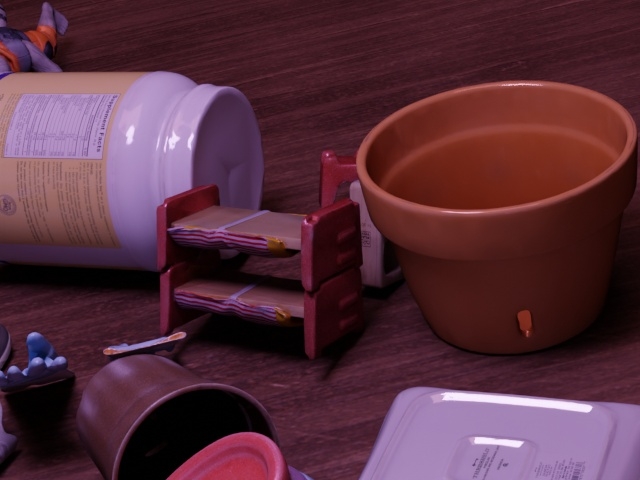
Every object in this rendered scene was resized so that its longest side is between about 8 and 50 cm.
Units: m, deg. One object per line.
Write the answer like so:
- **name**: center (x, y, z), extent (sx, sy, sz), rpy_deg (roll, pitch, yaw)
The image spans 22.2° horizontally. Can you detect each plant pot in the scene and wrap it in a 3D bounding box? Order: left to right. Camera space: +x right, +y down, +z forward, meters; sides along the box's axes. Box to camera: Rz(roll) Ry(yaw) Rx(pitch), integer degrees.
- **plant pot**: center (-0.148, 0.188, 1.547), extent (0.167, 0.167, 0.165), rpy_deg (-24, 25, -21)
- **plant pot**: center (0.195, -0.017, 1.727), extent (0.291, 0.203, 0.291), rpy_deg (-8, 31, 5)

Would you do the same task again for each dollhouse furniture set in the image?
- **dollhouse furniture set**: center (0.000, 0.000, 1.865), extent (0.201, 0.152, 0.374), rpy_deg (7, 17, 30)

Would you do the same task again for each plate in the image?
- **plate**: center (0.158, 0.218, 1.494), extent (0.278, 0.045, 0.277), rpy_deg (3, 32, 22)

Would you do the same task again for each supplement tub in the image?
- **supplement tub**: center (-0.259, -0.084, 1.962), extent (0.331, 0.241, 0.241), rpy_deg (2, 32, 22)

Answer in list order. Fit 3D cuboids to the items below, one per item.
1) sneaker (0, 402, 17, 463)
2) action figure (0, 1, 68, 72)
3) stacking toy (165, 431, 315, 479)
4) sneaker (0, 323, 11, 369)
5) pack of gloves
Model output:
- **sneaker**: center (-0.416, 0.179, 1.701), extent (0.228, 0.086, 0.132), rpy_deg (30, 32, 14)
- **action figure**: center (-0.524, -0.262, 2.433), extent (0.341, 0.178, 0.330), rpy_deg (-11, 20, -5)
- **stacking toy**: center (-0.053, 0.328, 1.367), extent (0.279, 0.130, 0.309), rpy_deg (-47, 35, -8)
- **sneaker**: center (-0.438, 0.124, 1.785), extent (0.083, 0.118, 0.222), rpy_deg (16, 40, 39)
- **pack of gloves**: center (-0.245, 0.111, 1.694), extent (0.195, 0.046, 0.232), rpy_deg (-14, -5, -9)
